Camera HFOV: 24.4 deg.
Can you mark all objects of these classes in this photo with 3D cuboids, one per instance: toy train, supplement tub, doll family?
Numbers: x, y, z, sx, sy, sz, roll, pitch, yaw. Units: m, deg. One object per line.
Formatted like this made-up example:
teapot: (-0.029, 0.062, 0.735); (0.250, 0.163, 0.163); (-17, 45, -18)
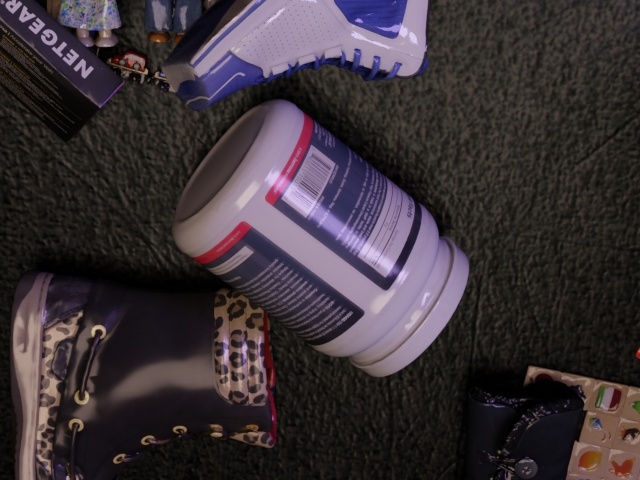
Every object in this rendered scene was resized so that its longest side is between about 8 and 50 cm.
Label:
toy train: (-0.203, -0.186, 1.585); (0.158, 0.027, 0.036); (16, 95, -4)
supplement tub: (0.000, 0.000, 1.542); (0.272, 0.191, 0.191); (38, 103, -18)
doll family: (-0.182, -0.284, 1.506); (0.263, 0.118, 0.163); (-1, 109, -1)

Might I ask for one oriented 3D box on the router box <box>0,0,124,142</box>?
router box: (-0.300, -0.191, 1.530); (0.179, 0.133, 0.046); (42, 64, -11)

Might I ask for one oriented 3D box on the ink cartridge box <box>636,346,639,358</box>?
ink cartridge box: (0.502, 0.109, 1.652); (0.232, 0.066, 0.189); (23, 105, -10)

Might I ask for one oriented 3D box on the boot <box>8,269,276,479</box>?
boot: (-0.191, 0.213, 1.648); (0.284, 0.138, 0.377); (-2, 101, 1)

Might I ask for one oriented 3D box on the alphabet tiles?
alphabet tiles: (0.309, 0.273, 1.723); (0.198, 0.009, 0.237); (12, 106, -3)

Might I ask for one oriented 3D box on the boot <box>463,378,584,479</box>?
boot: (0.273, 0.269, 1.667); (0.246, 0.094, 0.207); (11, 110, 4)

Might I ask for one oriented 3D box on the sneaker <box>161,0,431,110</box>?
sneaker: (0.012, -0.211, 1.496); (0.315, 0.127, 0.182); (-41, 109, -13)
